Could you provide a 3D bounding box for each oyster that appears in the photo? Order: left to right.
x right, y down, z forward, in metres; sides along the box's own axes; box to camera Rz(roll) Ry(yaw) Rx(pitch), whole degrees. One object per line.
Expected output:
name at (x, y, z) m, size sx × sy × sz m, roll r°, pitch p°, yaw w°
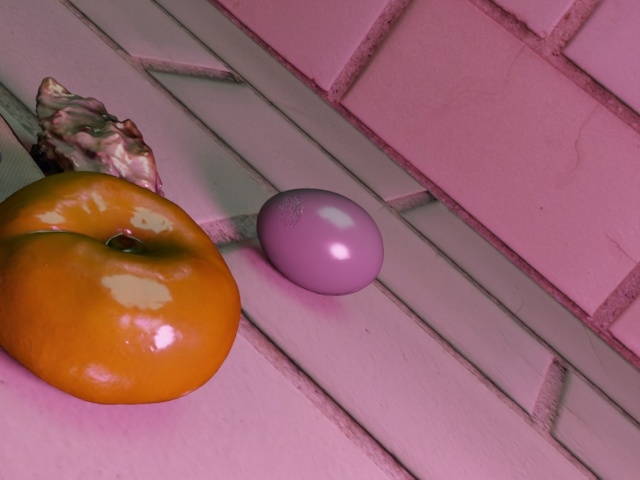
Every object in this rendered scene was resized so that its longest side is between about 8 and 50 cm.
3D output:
oyster at (-0.221, -0.064, 1.048) m, size 0.354 × 0.107 × 0.201 m, roll 49°, pitch 9°, yaw 8°

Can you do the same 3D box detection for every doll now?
doll at (-0.307, -0.063, 1.045) m, size 0.037 × 0.027 × 0.125 m, roll 31°, pitch 17°, yaw -49°

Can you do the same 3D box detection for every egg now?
egg at (0.000, 0.000, 1.305) m, size 0.198 × 0.146 × 0.146 m, roll 27°, pitch 19°, yaw -12°

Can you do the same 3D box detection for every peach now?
peach at (-0.195, 0.041, 0.822) m, size 0.251 × 0.153 × 0.251 m, roll 19°, pitch 26°, yaw -10°

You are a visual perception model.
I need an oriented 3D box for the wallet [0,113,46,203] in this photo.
wallet at (-0.423, -0.140, 0.911) m, size 0.335 × 0.068 × 0.274 m, roll 49°, pitch 28°, yaw 20°
